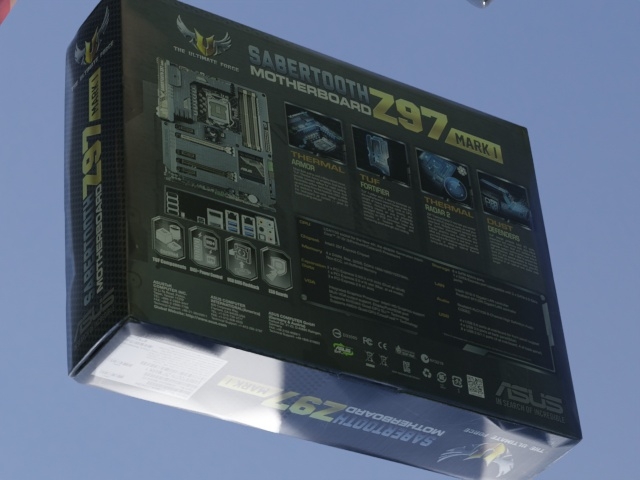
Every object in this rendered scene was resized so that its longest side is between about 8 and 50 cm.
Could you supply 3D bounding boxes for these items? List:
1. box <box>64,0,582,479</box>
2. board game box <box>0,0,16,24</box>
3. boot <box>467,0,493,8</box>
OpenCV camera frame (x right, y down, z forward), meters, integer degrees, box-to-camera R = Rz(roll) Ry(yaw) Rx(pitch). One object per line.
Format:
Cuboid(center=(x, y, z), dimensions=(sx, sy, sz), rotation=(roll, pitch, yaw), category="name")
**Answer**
Cuboid(center=(0.000, 0.000, 0.874), dimensions=(0.059, 0.232, 0.183), rotation=(-43, -139, 41), category="box")
Cuboid(center=(-0.174, -0.207, 0.842), dimensions=(0.027, 0.281, 0.145), rotation=(13, -127, 19), category="board game box")
Cuboid(center=(0.162, -0.347, 1.641), dimensions=(0.229, 0.263, 0.091), rotation=(-40, -148, -6), category="boot")
